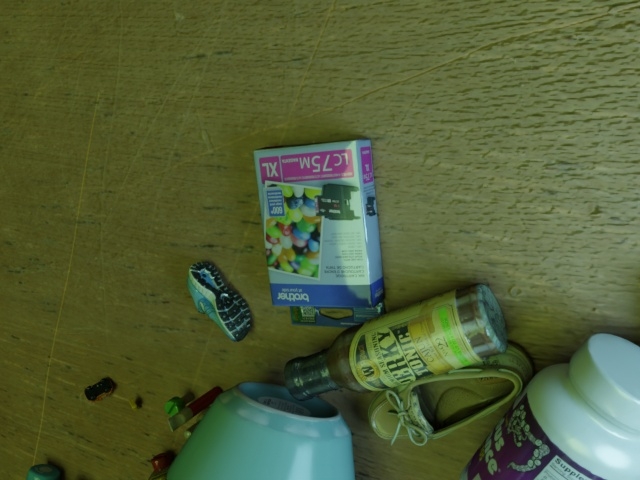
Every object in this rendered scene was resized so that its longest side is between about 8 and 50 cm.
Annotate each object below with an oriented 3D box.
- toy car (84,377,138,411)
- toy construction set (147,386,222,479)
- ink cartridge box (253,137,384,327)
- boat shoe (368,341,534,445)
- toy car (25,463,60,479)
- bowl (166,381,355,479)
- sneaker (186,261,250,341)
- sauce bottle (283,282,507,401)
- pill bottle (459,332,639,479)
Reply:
[{"bbox_3d":[-0.443,0.343,1.276,0.122,0.060,0.040,29,145,26],"label":"toy car"},{"bbox_3d":[-0.271,0.453,1.105,0.258,0.237,0.308,8,105,26],"label":"toy construction set"},{"bbox_3d":[0.000,0.000,0.963,0.186,0.065,0.311,-1,103,27],"label":"ink cartridge box"},{"bbox_3d":[0.178,0.238,0.907,0.285,0.089,0.104,-36,84,29],"label":"boat shoe"},{"bbox_3d":[-0.666,0.651,1.324,0.210,0.238,0.219,16,90,23],"label":"toy car"},{"bbox_3d":[-0.072,0.333,0.969,0.312,0.311,0.163,15,87,24],"label":"bowl"},{"bbox_3d":[-0.189,0.117,1.098,0.162,0.063,0.073,53,136,12],"label":"sneaker"},{"bbox_3d":[0.102,0.168,0.906,0.344,0.111,0.111,-25,89,25],"label":"sauce bottle"},{"bbox_3d":[0.318,0.269,0.779,0.169,0.169,0.301,34,121,17],"label":"pill bottle"}]
